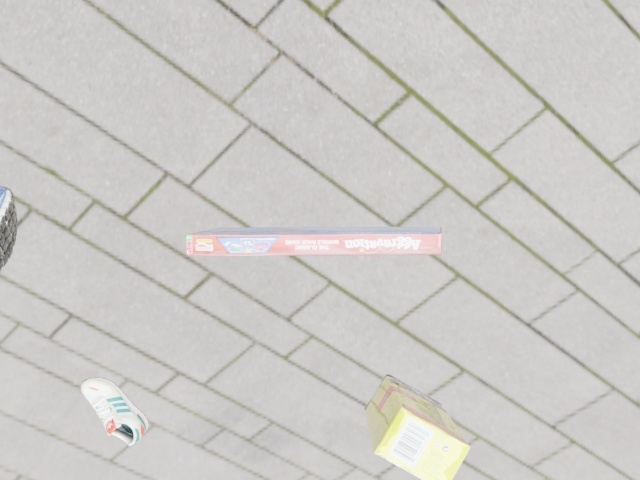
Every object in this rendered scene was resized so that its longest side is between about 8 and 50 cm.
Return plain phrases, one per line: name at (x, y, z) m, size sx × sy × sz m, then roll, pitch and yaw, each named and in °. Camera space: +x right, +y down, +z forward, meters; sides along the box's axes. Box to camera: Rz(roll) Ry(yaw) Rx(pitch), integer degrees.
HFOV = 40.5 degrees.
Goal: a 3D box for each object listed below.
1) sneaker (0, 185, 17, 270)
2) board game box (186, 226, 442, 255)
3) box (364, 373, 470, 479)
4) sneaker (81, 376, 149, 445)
sneaker at (-0.637, 0.027, 1.484) m, size 0.147 × 0.329 × 0.129 m, roll 23°, pitch 146°, yaw 1°
board game box at (0.000, 0.000, 1.012) m, size 0.282 × 0.145 × 0.027 m, roll 0°, pitch 93°, yaw 8°
box at (0.102, 0.209, 0.975) m, size 0.087 × 0.232 × 0.058 m, roll 30°, pitch 91°, yaw 2°
sneaker at (-0.406, 0.335, 1.692) m, size 0.057 × 0.075 × 0.161 m, roll -40°, pitch 101°, yaw 16°
